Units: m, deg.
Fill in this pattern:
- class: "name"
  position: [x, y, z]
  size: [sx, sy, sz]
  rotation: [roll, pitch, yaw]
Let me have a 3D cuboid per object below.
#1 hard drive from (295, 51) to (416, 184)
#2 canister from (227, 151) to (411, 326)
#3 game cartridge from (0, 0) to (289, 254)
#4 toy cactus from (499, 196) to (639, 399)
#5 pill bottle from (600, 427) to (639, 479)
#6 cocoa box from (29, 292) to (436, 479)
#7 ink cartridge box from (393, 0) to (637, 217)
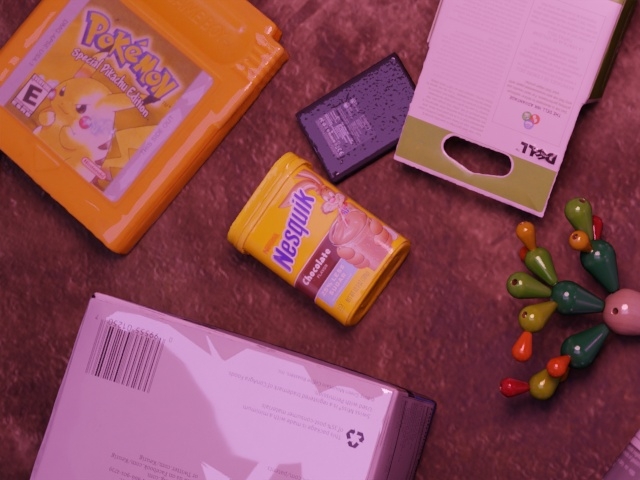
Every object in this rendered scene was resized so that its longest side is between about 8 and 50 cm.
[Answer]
- class: "hard drive"
  position: [0.051, -0.138, 1.816]
  size: [0.135, 0.022, 0.094]
  rotation: [-31, 76, 9]
- class: "canister"
  position: [0.000, 0.000, 1.784]
  size: [0.170, 0.073, 0.126]
  rotation: [36, 96, 15]
- class: "game cartridge"
  position: [-0.232, -0.193, 1.884]
  size: [0.285, 0.052, 0.324]
  rotation: [40, 95, 16]
- class: "toy cactus"
  position: [0.281, 0.071, 1.700]
  size: [0.180, 0.112, 0.219]
  rotation: [12, 83, -3]
- class: "pill bottle"
  position: [0.379, 0.243, 1.604]
  size: [0.161, 0.161, 0.283]
  rotation: [38, 93, 16]
- class: "cocoa box"
  position: [-0.085, 0.220, 1.695]
  size: [0.347, 0.228, 0.232]
  rotation: [16, 86, 16]
- class: "ink cartridge box"
  position: [0.210, -0.180, 1.746]
  size: [0.188, 0.097, 0.255]
  rotation: [23, 105, 16]
